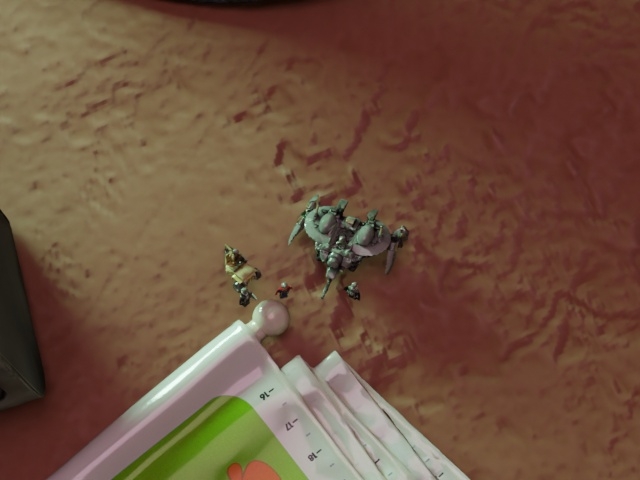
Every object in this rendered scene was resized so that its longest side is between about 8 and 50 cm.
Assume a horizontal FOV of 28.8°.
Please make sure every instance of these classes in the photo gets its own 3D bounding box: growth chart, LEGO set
[{"bbox_3d":[0.002,0.139,0.496,0.237,0.021,0.172,38,76,15],"label":"growth chart"},{"bbox_3d":[0.000,0.002,0.530,0.083,0.023,0.054,-29,60,-24],"label":"LEGO set"}]

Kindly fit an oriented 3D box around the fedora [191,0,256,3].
[{"bbox_3d":[-0.071,-0.256,0.502,0.334,0.152,0.334,1,100,5],"label":"fedora"}]

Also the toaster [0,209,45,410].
[{"bbox_3d":[-0.203,0.019,0.455,0.168,0.185,0.110,-20,68,-5],"label":"toaster"}]
